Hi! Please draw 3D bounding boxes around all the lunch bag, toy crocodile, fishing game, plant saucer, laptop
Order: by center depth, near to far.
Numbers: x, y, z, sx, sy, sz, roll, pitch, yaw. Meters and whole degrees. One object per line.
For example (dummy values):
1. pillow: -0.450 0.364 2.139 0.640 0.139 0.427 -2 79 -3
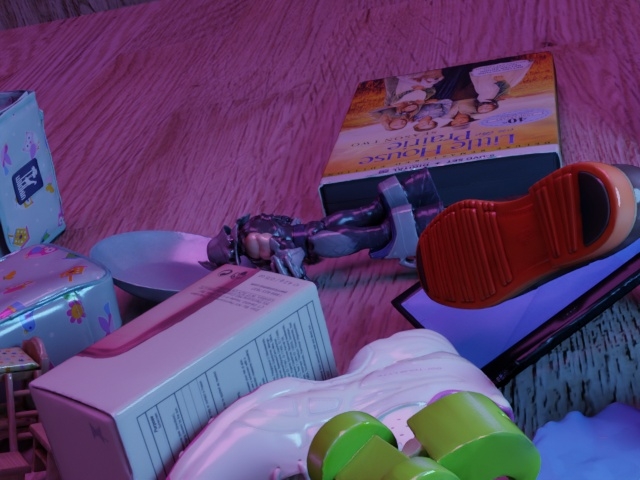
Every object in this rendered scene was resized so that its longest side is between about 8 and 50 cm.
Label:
1. toy crocodile: 0.006 0.226 0.819 0.340 0.105 0.115 -43 30 -14
2. fishing game: 0.244 0.184 0.900 0.264 0.041 0.189 -23 32 -34
3. laptop: 0.206 0.017 1.090 0.234 0.136 0.264 -35 -11 -10
4. lunch bag: -0.361 0.104 1.310 0.279 0.108 0.224 -26 22 -32
5. plant saucer: -0.173 0.037 1.408 0.195 0.037 0.195 6 19 -2
6. lunch bag: -0.476 -0.067 1.612 0.262 0.223 0.160 -23 31 -26

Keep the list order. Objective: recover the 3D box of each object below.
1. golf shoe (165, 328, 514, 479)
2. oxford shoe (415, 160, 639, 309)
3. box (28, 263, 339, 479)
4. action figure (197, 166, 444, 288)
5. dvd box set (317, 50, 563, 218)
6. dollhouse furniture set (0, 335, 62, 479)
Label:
1. golf shoe: 0.020 0.168 0.963 0.306 0.115 0.140 -25 31 -26
2. oxford shoe: 0.186 0.002 1.036 0.098 0.097 0.271 -5 -8 -35
3. box: -0.108 0.140 1.044 0.127 0.148 0.232 11 33 44
4. action figure: 0.000 0.000 1.361 0.285 0.099 0.185 -10 22 3
5. dvd box set: 0.176 -0.152 1.664 0.308 0.062 0.420 -8 24 14
6. dollhouse furniture set: -0.328 0.160 1.102 0.182 0.101 0.161 -3 16 -33
